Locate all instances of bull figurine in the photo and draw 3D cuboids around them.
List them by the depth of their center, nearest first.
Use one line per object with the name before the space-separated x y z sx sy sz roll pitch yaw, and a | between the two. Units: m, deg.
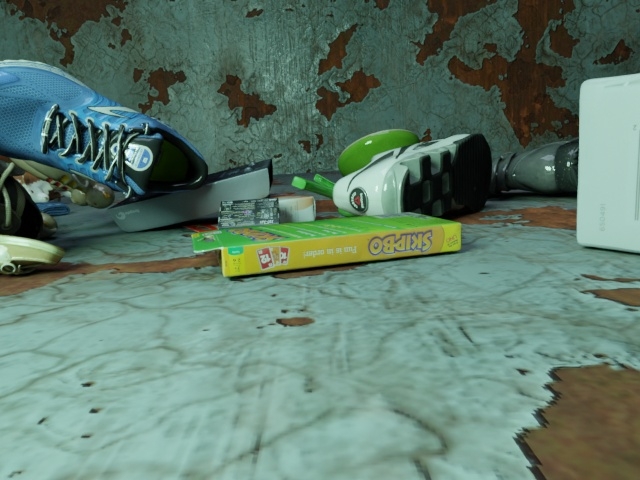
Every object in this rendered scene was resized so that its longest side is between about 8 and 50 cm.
bull figurine | -0.811 -0.148 1.522 0.310 0.101 0.188 8 11 40

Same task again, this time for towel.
towel | -0.626 -0.072 1.212 0.119 0.029 0.067 4 11 38

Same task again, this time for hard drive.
hard drive | -0.200 -0.077 0.884 0.254 0.054 0.172 -14 14 0

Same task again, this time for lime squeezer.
lime squeezer | 0.025 -0.074 0.880 0.109 0.059 0.310 8 9 4

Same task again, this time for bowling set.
bowling set | -0.470 -0.057 0.857 0.154 0.200 0.287 43 -13 -31

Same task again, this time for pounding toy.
pounding toy | 0.139 -0.132 1.162 0.182 0.110 0.237 -14 -20 1

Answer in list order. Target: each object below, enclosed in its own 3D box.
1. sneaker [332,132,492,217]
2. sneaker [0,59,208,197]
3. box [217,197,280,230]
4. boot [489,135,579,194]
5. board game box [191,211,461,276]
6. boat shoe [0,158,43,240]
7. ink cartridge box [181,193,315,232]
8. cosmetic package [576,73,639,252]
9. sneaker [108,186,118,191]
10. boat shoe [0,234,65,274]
sneaker | 0.147 -0.096 0.800 0.146 0.123 0.330 7 14 40
sneaker | -0.280 -0.135 0.691 0.147 0.130 0.329 24 9 38
box | -0.098 -0.032 0.738 0.083 0.018 0.067 -4 38 -4
boot | 0.426 -0.146 1.049 0.222 0.118 0.338 -2 4 40
board game box | 0.000 0.000 0.554 0.259 0.039 0.124 -3 9 -14
boat shoe | -0.402 -0.064 0.601 0.130 0.133 0.355 2 -9 -14
ink cartridge box | -0.118 -0.046 0.839 0.179 0.045 0.145 -5 9 -26
cosmetic package | 0.490 -0.088 0.523 0.452 0.162 0.230 -9 11 -31
sneaker | -0.315 -0.125 1.006 0.124 0.107 0.283 9 -8 22
boat shoe | -0.343 0.021 0.553 0.152 0.048 0.056 3 -11 -3
